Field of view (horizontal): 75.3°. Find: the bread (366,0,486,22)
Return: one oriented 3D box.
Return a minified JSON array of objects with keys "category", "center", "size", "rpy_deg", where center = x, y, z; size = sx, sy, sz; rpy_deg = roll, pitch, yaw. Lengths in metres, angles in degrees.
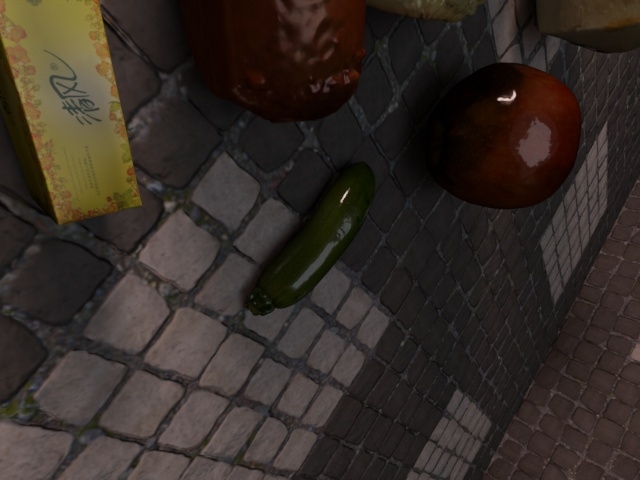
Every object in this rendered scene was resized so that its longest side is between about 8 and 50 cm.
[{"category":"bread","center":[0.086,-0.343,0.426],"size":[0.224,0.212,0.183],"rpy_deg":[-53,159,-53]}]

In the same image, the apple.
[{"category":"apple","center":[0.272,-0.161,0.651],"size":[0.230,0.230,0.229],"rpy_deg":[-20,120,-38]}]

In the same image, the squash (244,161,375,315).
[{"category":"squash","center":[0.000,0.000,0.549],"size":[0.258,0.069,0.069],"rpy_deg":[-53,136,-14]}]

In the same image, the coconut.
[{"category":"coconut","center":[0.521,-0.480,0.702],"size":[0.323,0.323,0.322],"rpy_deg":[-20,120,-38]}]

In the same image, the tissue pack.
[{"category":"tissue pack","center":[-0.190,-0.108,0.292],"size":[0.062,0.095,0.175],"rpy_deg":[-21,122,-38]}]

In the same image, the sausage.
[{"category":"sausage","center":[-0.043,-0.232,0.341],"size":[0.141,0.153,0.267],"rpy_deg":[-26,123,-26]}]
